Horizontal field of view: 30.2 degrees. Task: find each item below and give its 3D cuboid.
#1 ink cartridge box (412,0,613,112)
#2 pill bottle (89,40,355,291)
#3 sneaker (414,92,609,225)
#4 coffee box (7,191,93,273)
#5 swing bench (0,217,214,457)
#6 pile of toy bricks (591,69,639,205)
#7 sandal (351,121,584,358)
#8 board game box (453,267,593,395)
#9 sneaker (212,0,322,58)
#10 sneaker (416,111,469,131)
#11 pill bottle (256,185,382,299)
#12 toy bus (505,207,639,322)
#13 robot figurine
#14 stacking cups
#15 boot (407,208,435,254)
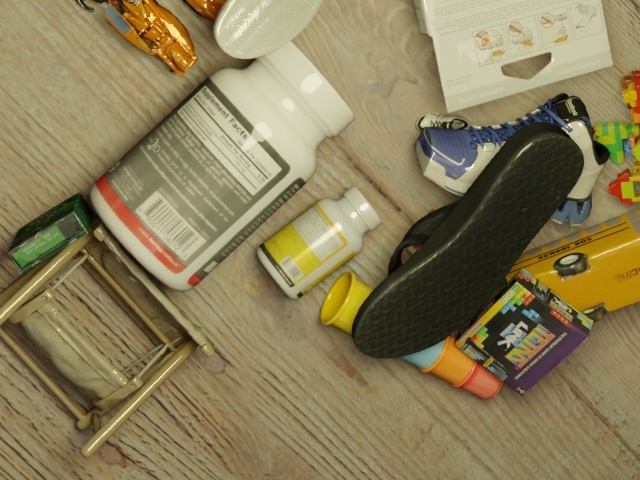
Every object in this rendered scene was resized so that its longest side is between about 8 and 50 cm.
[{"bbox_3d":[0.278,-0.339,1.732,0.275,0.060,0.239,-17,108,-8],"label":"ink cartridge box"},{"bbox_3d":[-0.137,-0.116,1.715,0.363,0.210,0.210,-43,107,1],"label":"pill bottle"},{"bbox_3d":[0.311,-0.150,1.809,0.315,0.127,0.182,14,122,-20],"label":"sneaker"},{"bbox_3d":[-0.387,-0.014,1.706,0.113,0.184,0.040,-32,104,0],"label":"coffee box"},{"bbox_3d":[-0.338,0.134,1.765,0.254,0.165,0.253,-41,106,-5],"label":"swing bench"},{"bbox_3d":[0.482,-0.167,1.885,0.105,0.118,0.212,-3,123,19],"label":"pile of toy bricks"},{"bbox_3d":[0.213,0.002,1.781,0.167,0.107,0.446,33,106,-35],"label":"sandal"},{"bbox_3d":[0.313,0.145,1.843,0.141,0.048,0.170,37,128,-1],"label":"board game box"},{"bbox_3d":[-0.065,-0.373,1.688,0.292,0.169,0.108,-47,120,-12],"label":"sneaker"},{"bbox_3d":[0.192,-0.184,1.849,0.083,0.037,0.032,-5,106,-8],"label":"sneaker"},{"bbox_3d":[0.000,0.000,1.822,0.184,0.103,0.103,-37,107,0],"label":"pill bottle"},{"bbox_3d":[0.461,0.037,1.865,0.332,0.130,0.108,-22,109,8],"label":"toy bus"},{"bbox_3d":[-0.253,-0.388,1.694,0.211,0.085,0.291,-45,107,1],"label":"robot figurine"},{"bbox_3d":[0.152,0.167,1.895,0.316,0.096,0.096,32,96,-16],"label":"stacking cups"},{"bbox_3d":[0.214,0.028,1.896,0.158,0.059,0.084,36,97,-8],"label":"boot"}]
